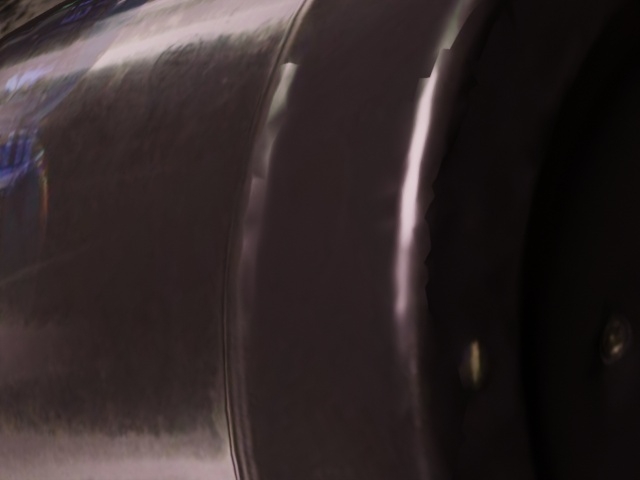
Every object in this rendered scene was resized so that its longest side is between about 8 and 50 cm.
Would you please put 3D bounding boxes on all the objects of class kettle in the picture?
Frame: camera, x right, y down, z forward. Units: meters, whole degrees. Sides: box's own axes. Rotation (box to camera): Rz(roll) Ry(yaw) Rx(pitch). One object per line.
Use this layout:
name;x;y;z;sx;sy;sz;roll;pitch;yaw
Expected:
kettle;0.000;0.000;0.512;0.324;0.228;0.321;-7;50;46
